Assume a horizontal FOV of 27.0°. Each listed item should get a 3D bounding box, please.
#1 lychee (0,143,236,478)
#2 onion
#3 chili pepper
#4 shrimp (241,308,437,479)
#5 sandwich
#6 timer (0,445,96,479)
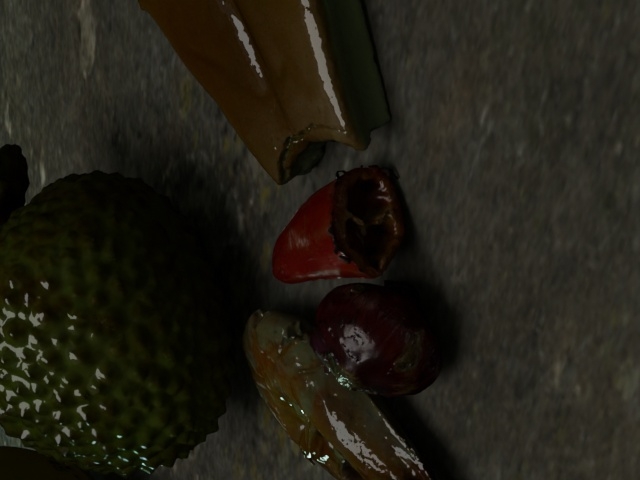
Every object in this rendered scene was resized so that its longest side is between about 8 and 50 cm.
[{"bbox_3d":[-0.217,0.066,1.222,0.320,0.270,0.270,40,147,-16],"label":"lychee"},{"bbox_3d":[0.044,0.074,1.022,0.107,0.097,0.107,26,166,7],"label":"onion"},{"bbox_3d":[0.002,0.004,1.069,0.169,0.065,0.088,-30,49,61],"label":"chili pepper"},{"bbox_3d":[0.028,0.172,1.119,0.294,0.062,0.154,46,150,33],"label":"shrimp"},{"bbox_3d":[-0.056,-0.149,1.070,0.245,0.063,0.212,-1,106,54],"label":"sandwich"},{"bbox_3d":[-0.348,0.422,1.523,0.376,0.376,0.387,31,172,41],"label":"timer"}]
